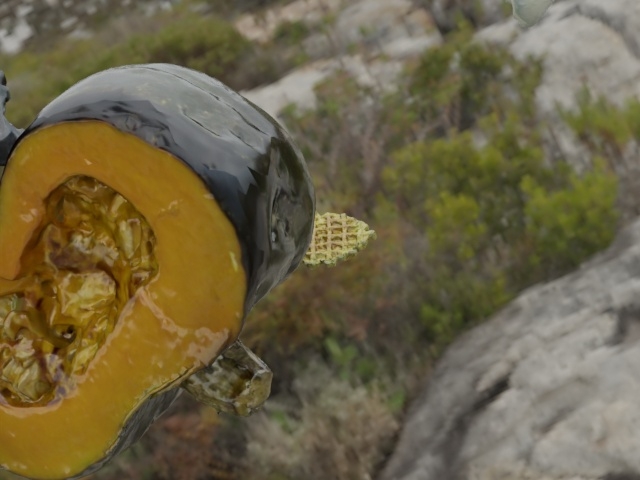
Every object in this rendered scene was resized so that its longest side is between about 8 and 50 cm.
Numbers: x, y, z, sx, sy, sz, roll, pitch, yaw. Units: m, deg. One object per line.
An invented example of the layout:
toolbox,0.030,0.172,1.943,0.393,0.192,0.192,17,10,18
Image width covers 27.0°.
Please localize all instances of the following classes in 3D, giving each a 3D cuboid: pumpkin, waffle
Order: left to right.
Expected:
pumpkin,-0.110,0.016,0.947,0.325,0.242,0.232,-44,-3,35
waffle,0.001,0.001,1.096,0.078,0.016,0.085,9,34,32

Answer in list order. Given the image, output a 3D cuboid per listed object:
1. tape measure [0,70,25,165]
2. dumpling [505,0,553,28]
tape measure,-0.372,-0.055,0.879,0.271,0.132,0.231,-13,-4,29
dumpling,0.068,-0.188,0.411,0.124,0.228,0.151,9,38,13
